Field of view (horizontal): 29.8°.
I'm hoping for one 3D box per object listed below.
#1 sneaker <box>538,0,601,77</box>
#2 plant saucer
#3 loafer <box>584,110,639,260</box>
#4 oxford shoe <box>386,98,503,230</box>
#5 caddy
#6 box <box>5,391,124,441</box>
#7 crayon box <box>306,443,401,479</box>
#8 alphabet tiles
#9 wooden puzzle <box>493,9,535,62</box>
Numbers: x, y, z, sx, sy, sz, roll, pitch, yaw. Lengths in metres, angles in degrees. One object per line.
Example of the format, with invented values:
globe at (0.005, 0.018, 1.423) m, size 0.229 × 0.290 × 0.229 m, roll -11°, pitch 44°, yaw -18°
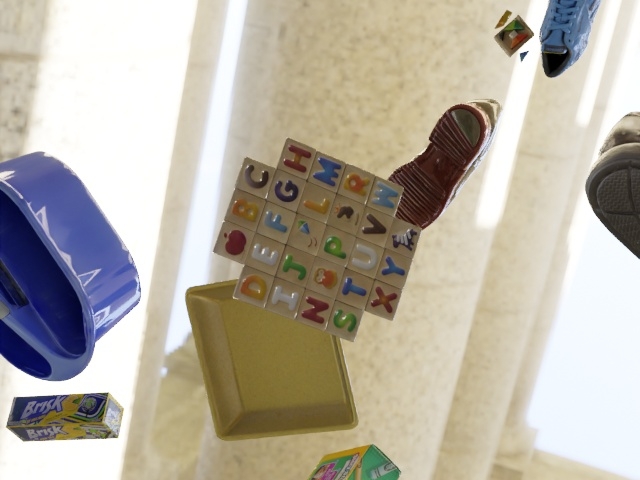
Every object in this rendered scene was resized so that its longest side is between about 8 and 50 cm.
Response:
sneaker at (0.327, -0.296, 1.584) m, size 0.069 × 0.209 × 0.082 m, roll 22°, pitch -119°, yaw 15°
plant saucer at (-0.089, 0.226, 2.447) m, size 0.332 × 0.333 × 0.081 m, roll -10°, pitch -174°, yaw 26°
loafer at (0.337, 0.014, 0.997) m, size 0.302 × 0.109 × 0.095 m, roll 45°, pitch -137°, yaw -18°
oxford shoe at (0.229, -0.126, 2.239) m, size 0.123 × 0.348 × 0.130 m, roll 50°, pitch -139°, yaw 11°
caddy at (-0.424, 0.039, 1.733) m, size 0.341 × 0.241 × 0.179 m, roll 56°, pitch -139°, yaw -3°
box at (-0.389, 0.269, 1.831) m, size 0.168 × 0.059 × 0.054 m, roll -6°, pitch -126°, yaw 18°
crayon box at (0.003, 0.483, 2.056) m, size 0.278 × 0.081 × 0.165 m, roll -51°, pitch -167°, yaw -33°
alphabet tiles at (0.000, 0.000, 2.030) m, size 0.342 × 0.285 × 0.011 m, roll 22°, pitch 171°, yaw -18°
wooden puzzle at (0.400, -0.426, 2.500) m, size 0.014 × 0.078 × 0.116 m, roll 24°, pitch -159°, yaw -52°
